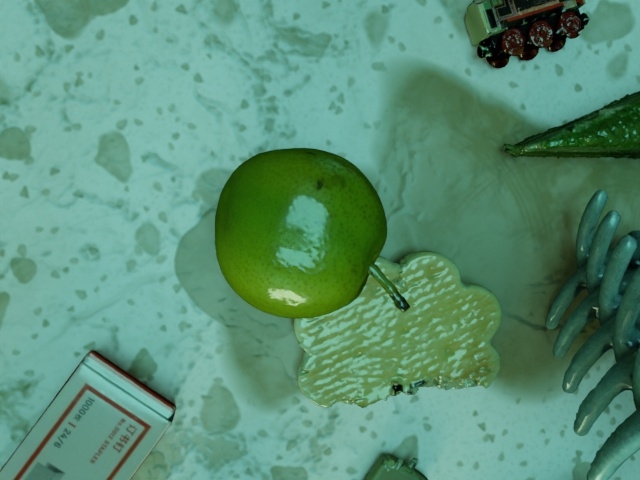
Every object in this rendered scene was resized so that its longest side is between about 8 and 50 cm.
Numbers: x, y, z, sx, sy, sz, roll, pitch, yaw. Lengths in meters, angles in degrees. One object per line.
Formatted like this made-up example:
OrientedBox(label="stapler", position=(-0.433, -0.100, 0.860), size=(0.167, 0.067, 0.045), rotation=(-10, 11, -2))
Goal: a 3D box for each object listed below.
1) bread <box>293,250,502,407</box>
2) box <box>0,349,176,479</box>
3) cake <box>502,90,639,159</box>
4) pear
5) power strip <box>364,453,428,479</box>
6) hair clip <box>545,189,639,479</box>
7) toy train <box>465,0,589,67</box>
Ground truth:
OrientedBox(label="bread", position=(0.093, 0.103, 0.631), size=(0.251, 0.039, 0.181), rotation=(-5, 94, -7))
OrientedBox(label="box", position=(-0.270, 0.242, 0.588), size=(0.123, 0.050, 0.229), rotation=(37, 89, -8))
OrientedBox(label="cake", position=(0.347, -0.113, 0.617), size=(0.235, 0.100, 0.099), rotation=(-22, 96, -6))
OrientedBox(label="pear", position=(0.000, 0.000, 0.539), size=(0.216, 0.166, 0.180), rotation=(24, 70, 16))
OrientedBox(label="power strip", position=(0.070, 0.335, 0.649), size=(0.076, 0.028, 0.169), rotation=(34, 91, -8))
OrientedBox(label="hair clip", position=(0.385, 0.104, 0.524), size=(0.238, 0.318, 0.392), rotation=(14, 120, 6))
OrientedBox(label="toy train", position=(0.242, -0.259, 0.621), size=(0.138, 0.050, 0.087), rotation=(-18, 93, -6))
